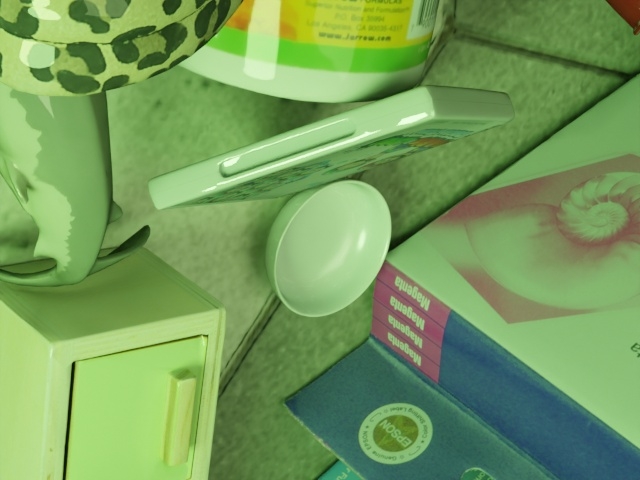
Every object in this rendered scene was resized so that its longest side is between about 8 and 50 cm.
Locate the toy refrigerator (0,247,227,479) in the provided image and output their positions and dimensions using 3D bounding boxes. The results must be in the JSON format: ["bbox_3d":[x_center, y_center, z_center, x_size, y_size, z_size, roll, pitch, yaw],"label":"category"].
[{"bbox_3d":[-0.124,0.148,0.859,0.102,0.094,0.269,-10,118,-37],"label":"toy refrigerator"}]

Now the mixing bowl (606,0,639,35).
[{"bbox_3d":[0.180,-0.212,0.877,0.181,0.098,0.181,-55,176,-6],"label":"mixing bowl"}]

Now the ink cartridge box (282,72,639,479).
[{"bbox_3d":[0.195,0.065,0.920,0.330,0.324,0.071,-35,138,-22],"label":"ink cartridge box"}]

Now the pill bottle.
[{"bbox_3d":[0.003,-0.198,0.748,0.136,0.136,0.245,-6,116,-38],"label":"pill bottle"}]

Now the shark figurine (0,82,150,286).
[{"bbox_3d":[-0.106,-0.068,0.705,0.116,0.166,0.278,-37,132,-21],"label":"shark figurine"}]

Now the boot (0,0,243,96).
[{"bbox_3d":[-0.048,-0.254,0.577,0.138,0.377,0.284,10,131,0],"label":"boot"}]

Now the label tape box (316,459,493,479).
[{"bbox_3d":[0.186,0.180,0.970,0.241,0.334,0.106,-41,133,-16],"label":"label tape box"}]

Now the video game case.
[{"bbox_3d":[0.011,-0.045,0.810,0.157,0.143,0.019,-11,84,-70],"label":"video game case"}]

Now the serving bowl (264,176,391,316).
[{"bbox_3d":[0.000,0.000,0.931,0.083,0.027,0.083,-20,125,-31],"label":"serving bowl"}]
